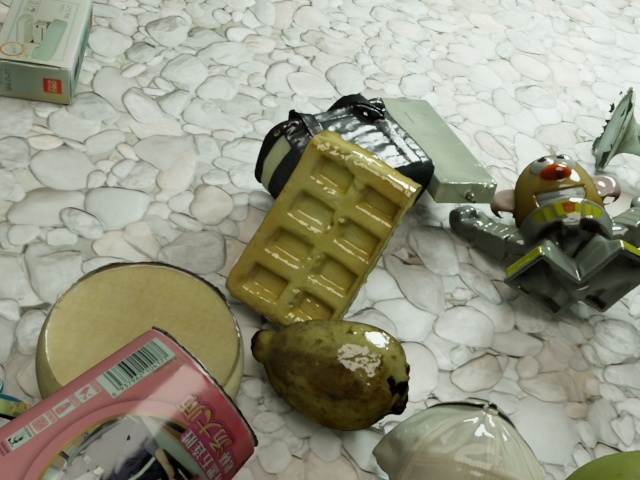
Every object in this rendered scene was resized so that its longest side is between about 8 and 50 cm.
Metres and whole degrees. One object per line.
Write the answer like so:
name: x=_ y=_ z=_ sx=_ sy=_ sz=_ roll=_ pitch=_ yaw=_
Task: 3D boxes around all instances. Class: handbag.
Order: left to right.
handbag: x=0.031 y=-0.111 z=1.208 sx=0.254 sy=0.181 sz=0.181 roll=-20 pitch=63 yaw=-32

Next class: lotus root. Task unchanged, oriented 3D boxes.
lotus root: x=0.010 y=0.164 z=0.974 sx=0.214 sy=0.138 sz=0.138 roll=11 pitch=44 yaw=11

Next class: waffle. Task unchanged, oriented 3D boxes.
waffle: x=0.000 y=0.000 z=1.047 sx=0.168 sy=0.274 sz=0.057 roll=33 pitch=9 yaw=7

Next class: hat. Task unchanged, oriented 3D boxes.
hat: x=0.164 y=0.310 z=0.875 sx=0.220 sy=0.164 sz=0.226 roll=19 pitch=26 yaw=1

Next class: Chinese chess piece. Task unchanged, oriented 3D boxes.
Chinese chess piece: x=-0.218 y=0.140 z=0.943 sx=0.250 sy=0.103 sz=0.249 roll=9 pitch=46 yaw=-9

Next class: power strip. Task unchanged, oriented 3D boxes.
power strip: x=0.195 y=-0.161 z=1.341 sx=0.106 sy=0.043 sz=0.367 roll=0 pitch=33 yaw=-16

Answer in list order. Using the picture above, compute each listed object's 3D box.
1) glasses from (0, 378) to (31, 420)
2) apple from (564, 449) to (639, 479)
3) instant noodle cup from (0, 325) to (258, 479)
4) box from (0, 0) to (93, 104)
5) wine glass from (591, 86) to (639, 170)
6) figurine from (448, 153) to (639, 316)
glasses: x=-0.422 y=0.206 z=0.790 sx=0.239 sy=0.207 sz=0.102 roll=-8 pitch=86 yaw=-21
apple: x=0.385 y=0.398 z=0.759 sx=0.360 sy=0.320 sz=0.312 roll=13 pitch=15 yaw=27
instant noodle cup: x=-0.202 y=0.225 z=0.729 sx=0.244 sy=0.244 sz=0.255 roll=40 pitch=64 yaw=21
box: x=-0.486 y=-0.355 z=1.352 sx=0.135 sy=0.079 sz=0.269 roll=7 pitch=46 yaw=-11
wine glass: x=0.706 y=-0.149 z=1.447 sx=0.357 sy=0.190 sz=0.190 roll=22 pitch=45 yaw=10
figurine: x=0.390 y=-0.026 z=1.241 sx=0.343 sy=0.167 sz=0.285 roll=12 pitch=40 yaw=-3
